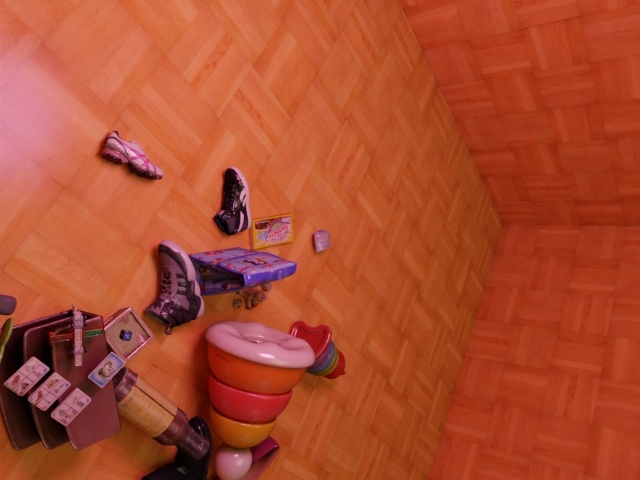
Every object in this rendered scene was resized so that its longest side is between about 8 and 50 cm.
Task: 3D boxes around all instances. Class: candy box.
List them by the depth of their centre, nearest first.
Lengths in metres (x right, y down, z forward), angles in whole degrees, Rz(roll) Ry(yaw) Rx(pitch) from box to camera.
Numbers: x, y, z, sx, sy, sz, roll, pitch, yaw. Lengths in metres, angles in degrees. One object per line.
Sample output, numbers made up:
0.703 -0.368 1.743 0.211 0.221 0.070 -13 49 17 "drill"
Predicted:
-0.174 -0.035 1.925 0.206 0.027 0.105 -13 105 -50 "candy box"

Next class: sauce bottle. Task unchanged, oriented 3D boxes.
-0.449 0.493 1.493 0.344 0.111 0.111 50 53 -23 "sauce bottle"

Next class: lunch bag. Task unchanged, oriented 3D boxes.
-0.232 0.103 1.647 0.221 0.293 0.138 -9 99 -51 "lunch bag"
0.000 0.000 2.123 0.083 0.053 0.071 -37 122 -55 "lunch bag"

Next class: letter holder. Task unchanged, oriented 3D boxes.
-0.630 0.342 1.281 0.214 0.152 0.301 -16 104 -48 "letter holder"

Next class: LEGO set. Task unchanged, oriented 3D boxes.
-0.556 0.272 1.227 0.244 0.060 0.182 -49 127 -19 "LEGO set"

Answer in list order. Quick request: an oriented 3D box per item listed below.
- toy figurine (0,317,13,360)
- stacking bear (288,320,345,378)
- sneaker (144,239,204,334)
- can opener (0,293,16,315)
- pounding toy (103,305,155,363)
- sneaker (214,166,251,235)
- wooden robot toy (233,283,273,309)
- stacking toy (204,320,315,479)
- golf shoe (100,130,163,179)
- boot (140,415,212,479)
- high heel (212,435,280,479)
-0.765 0.223 1.130 0.159 0.130 0.173 28 87 -39 "toy figurine"
0.006 0.447 2.079 0.289 0.175 0.164 50 52 -49 "stacking bear"
-0.435 0.141 1.547 0.153 0.101 0.268 -40 124 -46 "sneaker"
-0.787 0.100 1.132 0.280 0.074 0.093 30 68 -48 "can opener"
-0.527 0.258 1.463 0.141 0.100 0.130 -46 111 -43 "pounding toy"
-0.292 -0.121 1.731 0.121 0.079 0.216 -30 116 -48 "sneaker"
-0.214 0.195 1.845 0.173 0.079 0.076 -24 110 -48 "wooden robot toy"
-0.239 0.513 1.678 0.351 0.351 0.479 14 93 -51 "stacking toy"
-0.503 -0.229 1.474 0.186 0.067 0.086 33 65 -47 "golf shoe"
-0.428 0.668 1.588 0.207 0.094 0.246 -5 102 -55 "boot"
-0.267 0.802 1.726 0.127 0.181 0.377 39 62 -45 "high heel"
